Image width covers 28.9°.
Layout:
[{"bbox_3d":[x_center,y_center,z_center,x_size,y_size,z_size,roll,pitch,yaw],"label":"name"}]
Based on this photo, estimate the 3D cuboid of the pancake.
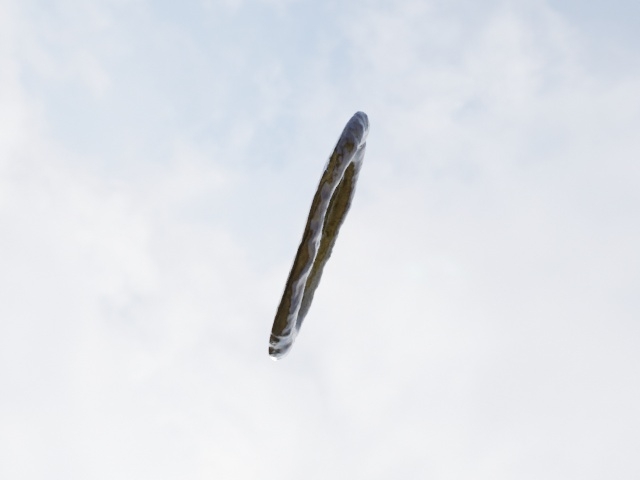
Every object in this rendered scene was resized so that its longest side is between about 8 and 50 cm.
[{"bbox_3d":[-0.002,-0.001,0.905,0.021,0.199,0.199,19,-59,4],"label":"pancake"}]
